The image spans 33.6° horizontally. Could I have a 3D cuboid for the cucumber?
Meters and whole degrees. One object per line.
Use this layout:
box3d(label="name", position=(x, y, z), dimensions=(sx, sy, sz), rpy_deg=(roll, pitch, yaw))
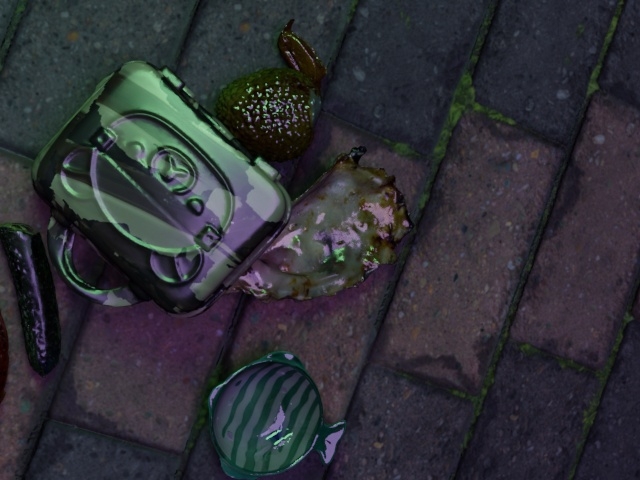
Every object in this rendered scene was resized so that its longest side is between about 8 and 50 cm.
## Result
box3d(label="cucumber", position=(-0.438, 0.090, 1.629), dimensions=(0.067, 0.067, 0.245), rpy_deg=(-15, 102, -19))

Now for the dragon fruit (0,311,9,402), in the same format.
box3d(label="dragon fruit", position=(-0.537, 0.180, 1.596), dimensions=(0.127, 0.120, 0.161), rpy_deg=(-65, 149, -46))

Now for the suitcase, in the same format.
box3d(label="suitcase", position=(-0.257, -0.055, 1.594), dimensions=(0.351, 0.194, 0.339), rpy_deg=(43, 90, -2))

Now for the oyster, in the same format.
box3d(label="oyster", position=(-0.007, 0.009, 1.769), dimensions=(0.361, 0.096, 0.221), rpy_deg=(-40, 112, -13))

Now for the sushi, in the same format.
box3d(label="sushi", position=(-0.030, -0.302, 1.749), dimensions=(0.120, 0.052, 0.055), rpy_deg=(51, 32, -10))

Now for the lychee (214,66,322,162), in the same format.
box3d(label="lychee", position=(-0.084, -0.203, 1.690), dimensions=(0.171, 0.171, 0.171), rpy_deg=(-2, 96, -21))

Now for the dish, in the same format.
box3d(label="dish", position=(-0.085, 0.293, 1.771), dimensions=(0.246, 0.078, 0.224), rpy_deg=(25, 86, -20))
